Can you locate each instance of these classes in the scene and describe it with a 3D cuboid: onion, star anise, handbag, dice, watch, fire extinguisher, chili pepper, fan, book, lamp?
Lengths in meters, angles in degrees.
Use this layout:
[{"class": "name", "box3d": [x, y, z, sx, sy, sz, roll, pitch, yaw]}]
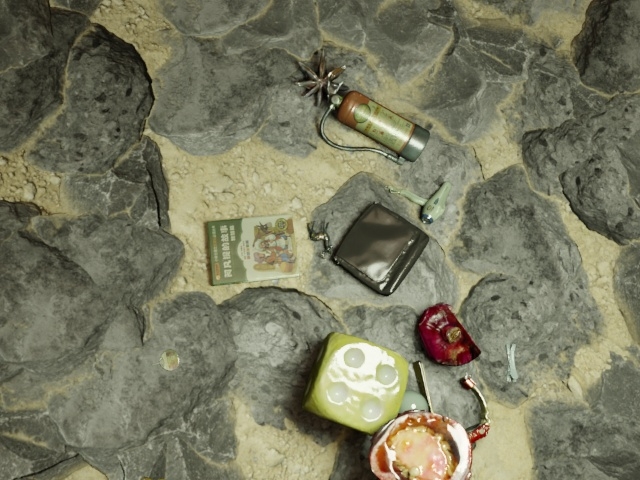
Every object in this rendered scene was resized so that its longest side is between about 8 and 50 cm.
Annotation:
[{"class": "onion", "box3d": [0.366, 0.280, 1.676, 0.140, 0.218, 0.195, -27, 84, 7]}, {"class": "star anise", "box3d": [0.010, -0.531, 1.927, 0.204, 0.061, 0.181, 28, 94, 0]}, {"class": "handbag", "box3d": [0.187, 0.028, 1.799, 0.223, 0.080, 0.247, 34, 75, 10]}, {"class": "dice", "box3d": [0.093, 0.397, 1.604, 0.238, 0.227, 0.233, 21, 75, -3]}, {"class": "watch", "box3d": [0.389, 0.464, 1.697, 0.164, 0.102, 0.268, -15, 72, -8]}, {"class": "fire extinguisher", "box3d": [0.151, -0.362, 1.868, 0.376, 0.113, 0.200, 30, 85, -5]}, {"class": "chili pepper", "box3d": [0.272, 0.563, 1.529, 0.251, 0.305, 0.229, -41, 69, -1]}, {"class": "fan", "box3d": [-0.444, 0.340, 1.664, 0.080, 0.003, 0.060, 14, 73, -4]}, {"class": "book", "box3d": [-0.205, 0.027, 1.769, 0.264, 0.027, 0.202, -5, 76, -9]}, {"class": "lamp", "box3d": [0.257, 0.482, 1.665, 0.105, 0.105, 0.105, 2, 74, -7]}]

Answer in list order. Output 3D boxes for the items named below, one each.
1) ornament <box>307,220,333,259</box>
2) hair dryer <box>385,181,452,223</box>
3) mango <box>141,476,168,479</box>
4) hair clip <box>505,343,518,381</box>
[{"class": "ornament", "box3d": [0.000, 0.000, 1.804, 0.073, 0.028, 0.125, -3, 73, -9]}, {"class": "hair dryer", "box3d": [0.334, -0.158, 1.891, 0.199, 0.067, 0.167, 41, 64, 20]}, {"class": "mango", "box3d": [-0.382, 0.753, 1.500, 0.176, 0.119, 0.317, -36, 87, -23]}, {"class": "hair clip", "box3d": [0.588, 0.373, 1.772, 0.030, 0.039, 0.115, 5, 72, -12]}]
